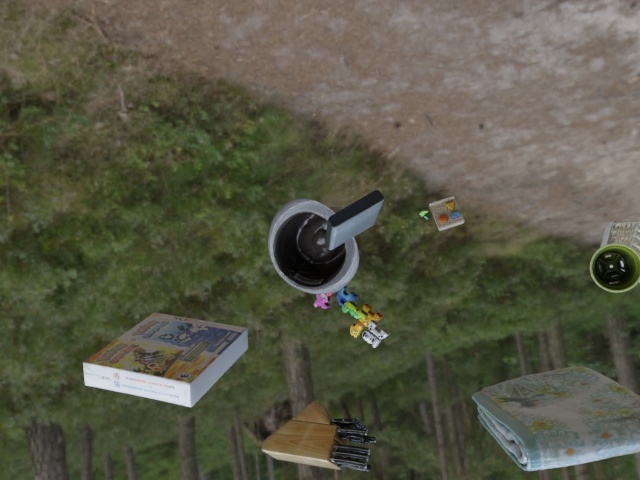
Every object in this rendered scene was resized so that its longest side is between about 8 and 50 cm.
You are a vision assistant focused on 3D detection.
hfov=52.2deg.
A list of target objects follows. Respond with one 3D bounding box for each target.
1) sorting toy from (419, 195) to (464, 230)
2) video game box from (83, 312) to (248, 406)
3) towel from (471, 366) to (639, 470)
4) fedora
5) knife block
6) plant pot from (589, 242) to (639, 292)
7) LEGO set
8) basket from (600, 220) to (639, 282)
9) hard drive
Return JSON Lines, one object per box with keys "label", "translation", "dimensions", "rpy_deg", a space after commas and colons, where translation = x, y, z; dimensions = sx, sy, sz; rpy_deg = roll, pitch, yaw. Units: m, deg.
{"label": "sorting toy", "translation": [0.248, -0.053, 1.345], "dimensions": [0.083, 0.062, 0.012], "rpy_deg": [-18, 164, -3]}
{"label": "video game box", "translation": [-0.243, 0.185, 1.059], "dimensions": [0.187, 0.048, 0.205], "rpy_deg": [4, -162, 17]}
{"label": "towel", "translation": [0.536, 0.381, 1.444], "dimensions": [0.320, 0.090, 0.374], "rpy_deg": [-12, -174, -3]}
{"label": "fedora", "translation": [0.000, 0.000, 1.612], "dimensions": [0.124, 0.243, 0.275], "rpy_deg": [-42, 169, -51]}
{"label": "knife block", "translation": [0.007, 0.564, 1.742], "dimensions": [0.275, 0.242, 0.088], "rpy_deg": [-38, 135, 1]}
{"label": "plant pot", "translation": [0.511, 0.046, 1.137], "dimensions": [0.083, 0.083, 0.079], "rpy_deg": [-9, 177, 18]}
{"label": "LEGO set", "translation": [0.082, 0.202, 1.705], "dimensions": [0.227, 0.093, 0.087], "rpy_deg": [38, -158, 22]}
{"label": "basket", "translation": [0.747, 0.030, 1.504], "dimensions": [0.167, 0.113, 0.103], "rpy_deg": [20, 172, -9]}
{"label": "hard drive", "translation": [0.052, -0.031, 1.060], "dimensions": [0.094, 0.022, 0.135], "rpy_deg": [-31, 168, -9]}
